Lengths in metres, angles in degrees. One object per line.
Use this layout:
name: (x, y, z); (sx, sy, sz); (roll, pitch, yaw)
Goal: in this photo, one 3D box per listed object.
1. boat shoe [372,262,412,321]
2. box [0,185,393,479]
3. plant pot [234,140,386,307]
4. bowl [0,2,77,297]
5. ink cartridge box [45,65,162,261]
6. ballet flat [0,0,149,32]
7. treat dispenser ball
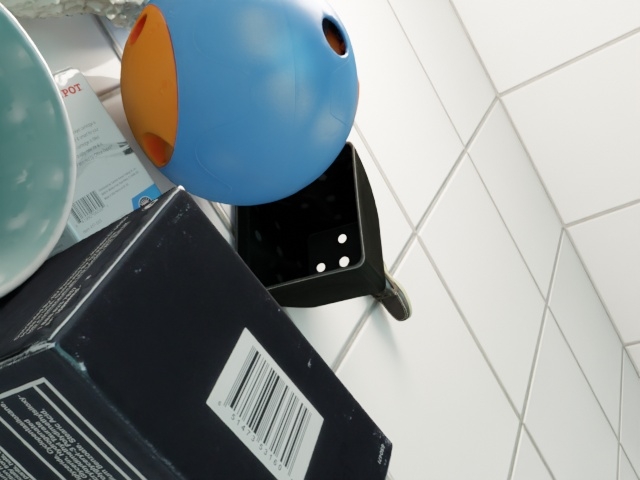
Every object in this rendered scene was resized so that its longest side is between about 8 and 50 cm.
boat shoe: (0.101, 0.079, 1.204); (0.152, 0.056, 0.049); (56, 38, -1)
box: (-0.153, 0.161, 0.555); (0.296, 0.294, 0.183); (54, 33, -21)
plant pot: (0.000, 0.000, 0.997); (0.167, 0.187, 0.188); (41, 39, -55)
bowl: (-0.360, -0.068, 0.514); (0.311, 0.163, 0.312); (33, 45, -41)
ink cartridge box: (-0.262, -0.065, 0.728); (0.191, 0.082, 0.140); (58, 33, -13)
ballet flat: (-0.258, -0.320, 0.770); (0.147, 0.147, 0.409); (65, 21, -4)
treat dispenser ball: (-0.096, -0.187, 0.854); (0.288, 0.288, 0.288); (33, 46, -42)
